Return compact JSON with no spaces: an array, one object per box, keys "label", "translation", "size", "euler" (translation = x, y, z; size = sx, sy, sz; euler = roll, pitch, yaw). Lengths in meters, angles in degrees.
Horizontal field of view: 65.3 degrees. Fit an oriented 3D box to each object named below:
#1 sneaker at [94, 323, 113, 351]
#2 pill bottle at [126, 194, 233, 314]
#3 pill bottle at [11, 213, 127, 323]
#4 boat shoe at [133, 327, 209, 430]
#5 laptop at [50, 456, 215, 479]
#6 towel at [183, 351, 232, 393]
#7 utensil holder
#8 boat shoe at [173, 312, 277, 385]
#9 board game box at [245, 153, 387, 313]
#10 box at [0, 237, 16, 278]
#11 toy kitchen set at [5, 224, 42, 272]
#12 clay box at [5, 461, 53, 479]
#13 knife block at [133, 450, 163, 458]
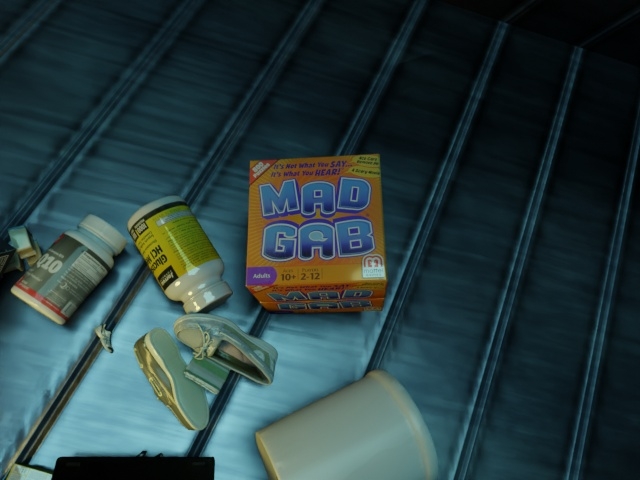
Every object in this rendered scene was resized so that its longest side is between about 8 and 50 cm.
[{"label":"sneaker","translation":[-0.600,0.273,1.405],"size":[0.036,0.032,0.083],"euler":[-29,81,-23]},{"label":"pill bottle","translation":[-0.401,0.051,1.455],"size":[0.187,0.188,0.334],"euler":[-30,81,-23]},{"label":"pill bottle","translation":[-0.684,0.073,1.383],"size":[0.161,0.161,0.283],"euler":[34,65,-2]},{"label":"boat shoe","translation":[-0.413,0.392,1.383],"size":[0.305,0.091,0.109],"euler":[60,22,3]},{"label":"laptop","translation":[-0.460,0.759,1.175],"size":[0.381,0.237,0.408],"euler":[7,39,-15]},{"label":"towel","translation":[-0.311,0.353,1.427],"size":[0.113,0.023,0.152],"euler":[35,35,-8]},{"label":"utensil holder","translation":[0.059,0.571,1.330],"size":[0.385,0.327,0.328],"euler":[-20,77,-18]},{"label":"boat shoe","translation":[-0.264,0.306,1.405],"size":[0.320,0.118,0.103],"euler":[32,30,-22]},{"label":"board game box","translation":[0.000,0.000,1.444],"size":[0.355,0.356,0.357],"euler":[-3,70,4]},{"label":"box","translation":[-0.940,0.116,1.166],"size":[0.182,0.294,0.296],"euler":[34,101,0]},{"label":"toy kitchen set","translation":[-0.883,0.021,1.343],"size":[0.207,0.166,0.122],"euler":[-21,78,-22]},{"label":"clay box","translation":[-0.730,0.673,1.214],"size":[0.127,0.053,0.222],"euler":[21,68,-8]},{"label":"knife block","translation":[-0.504,0.665,1.260],"size":[0.241,0.088,0.276],"euler":[21,66,-7]}]
